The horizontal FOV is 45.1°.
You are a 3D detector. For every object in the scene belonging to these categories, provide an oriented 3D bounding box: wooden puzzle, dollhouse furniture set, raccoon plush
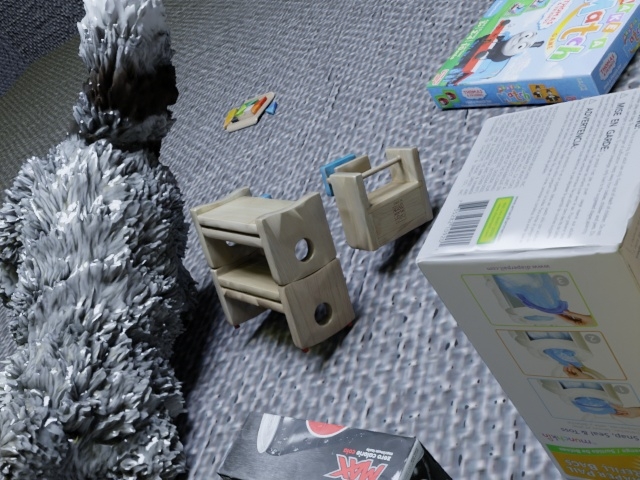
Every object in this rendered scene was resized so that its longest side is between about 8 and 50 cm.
[{"bbox_3d":[-0.112,-0.203,1.212,0.116,0.014,0.079,-15,38,33],"label":"wooden puzzle"},{"bbox_3d":[0.000,0.000,0.743,0.183,0.129,0.129,-27,21,-32],"label":"dollhouse furniture set"},{"bbox_3d":[-0.218,0.010,0.695,0.216,0.447,0.299,-7,30,-11],"label":"raccoon plush"}]

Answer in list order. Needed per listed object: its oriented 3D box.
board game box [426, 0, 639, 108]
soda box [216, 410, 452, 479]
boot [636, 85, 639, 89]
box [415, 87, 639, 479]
[{"bbox_3d":[0.237,-0.208,0.820,0.211,0.039,0.160,10,55,51],"label":"board game box"},{"bbox_3d":[0.005,0.168,0.551,0.169,0.053,0.060,-4,45,44],"label":"soda box"},{"bbox_3d":[0.301,-0.037,0.484,0.236,0.089,0.269,-41,29,-27],"label":"boot"},{"bbox_3d":[0.157,0.036,0.415,0.103,0.203,0.114,-5,42,43],"label":"box"}]
